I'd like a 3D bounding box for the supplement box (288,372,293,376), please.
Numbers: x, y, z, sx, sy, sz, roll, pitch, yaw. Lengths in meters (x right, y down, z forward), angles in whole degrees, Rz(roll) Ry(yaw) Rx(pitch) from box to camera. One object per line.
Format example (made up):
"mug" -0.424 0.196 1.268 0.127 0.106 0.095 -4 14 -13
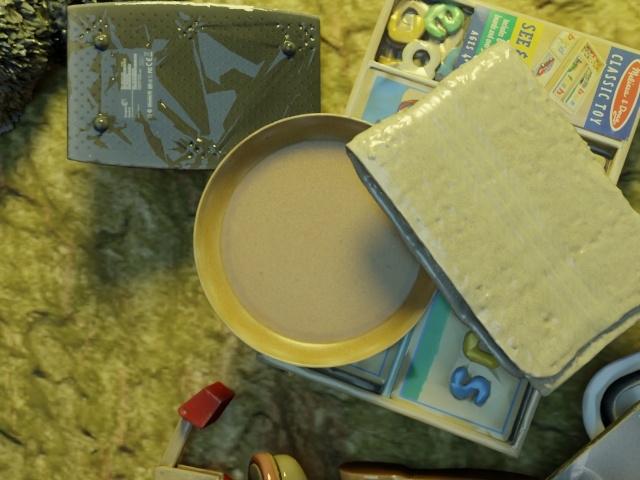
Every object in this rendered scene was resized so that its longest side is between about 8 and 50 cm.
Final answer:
"supplement box" -0.019 0.093 0.832 0.055 0.043 0.083 -24 84 10

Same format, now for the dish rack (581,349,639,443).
"dish rack" 0.438 0.191 0.729 0.333 0.072 0.285 -25 85 9

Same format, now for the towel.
"towel" 0.175 -0.021 0.706 0.187 0.049 0.282 -36 90 -11

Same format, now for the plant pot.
"plant pot" 0.000 0.000 0.745 0.237 0.032 0.236 0 85 6

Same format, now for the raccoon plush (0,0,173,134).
"raccoon plush" -0.389 -0.256 0.780 0.447 0.299 0.216 -33 83 8

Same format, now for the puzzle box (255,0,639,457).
"puzzle box" 0.132 -0.027 0.777 0.272 0.052 0.408 19 88 5

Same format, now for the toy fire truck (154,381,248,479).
"toy fire truck" -0.130 0.264 0.848 0.135 0.047 0.192 40 97 9

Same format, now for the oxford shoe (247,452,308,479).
"oxford shoe" 0.020 0.359 0.786 0.130 0.123 0.348 -19 99 -16

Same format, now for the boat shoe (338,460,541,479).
"boat shoe" 0.118 0.265 0.790 0.207 0.073 0.073 -2 87 18

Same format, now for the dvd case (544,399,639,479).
"dvd case" 0.305 0.278 0.709 0.164 0.018 0.221 -43 84 8

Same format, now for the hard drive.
"hard drive" -0.128 -0.156 0.819 0.255 0.054 0.171 -1 89 -9
